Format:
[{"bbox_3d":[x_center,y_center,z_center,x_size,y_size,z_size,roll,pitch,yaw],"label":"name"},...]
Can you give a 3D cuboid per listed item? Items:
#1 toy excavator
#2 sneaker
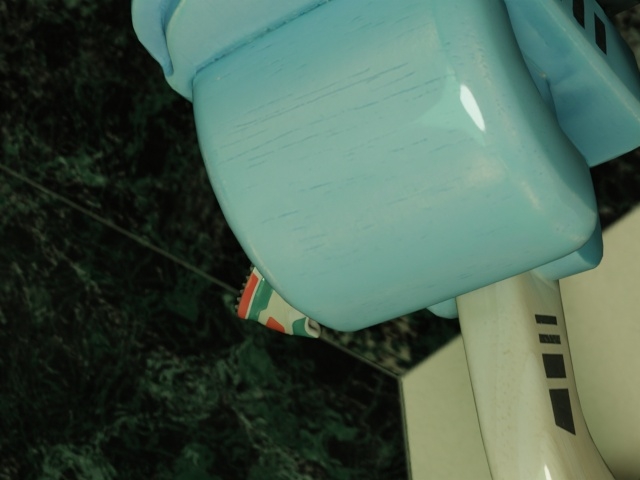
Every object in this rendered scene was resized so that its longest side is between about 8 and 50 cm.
[{"bbox_3d":[0.081,0.004,0.603,0.222,0.433,0.445,-20,57,29],"label":"toy excavator"},{"bbox_3d":[0.000,0.000,0.803,0.075,0.057,0.161,25,117,-3],"label":"sneaker"}]
